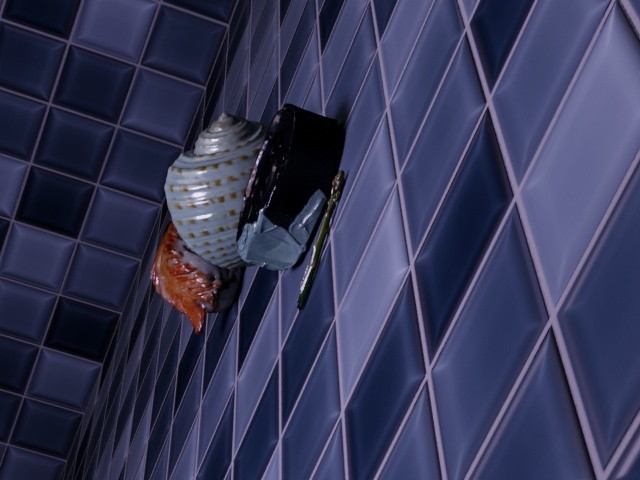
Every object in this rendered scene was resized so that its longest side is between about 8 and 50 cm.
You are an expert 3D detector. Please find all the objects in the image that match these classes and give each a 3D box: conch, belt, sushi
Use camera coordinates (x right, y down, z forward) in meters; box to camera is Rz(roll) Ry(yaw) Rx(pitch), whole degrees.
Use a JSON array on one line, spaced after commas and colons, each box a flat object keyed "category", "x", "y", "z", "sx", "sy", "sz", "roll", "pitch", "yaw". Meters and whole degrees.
[{"category": "conch", "x": -0.096, "y": -0.066, "z": 1.957, "sx": 0.131, "sy": 0.200, "sz": 0.172, "roll": -27, "pitch": 4, "yaw": 43}, {"category": "belt", "x": -0.039, "y": -0.059, "z": 1.827, "sx": 0.151, "sy": 0.078, "sz": 0.198, "roll": -128, "pitch": 57, "yaw": -71}, {"category": "sushi", "x": -0.168, "y": -0.008, "z": 2.280, "sx": 0.332, "sy": 0.130, "sz": 0.124, "roll": -76, "pitch": 6, "yaw": -45}]

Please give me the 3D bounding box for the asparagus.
[{"category": "asparagus", "x": 0.000, "y": 0.000, "z": 1.714, "sx": 0.016, "sy": 0.013, "sz": 0.166, "roll": 25, "pitch": 97, "yaw": 68}]
